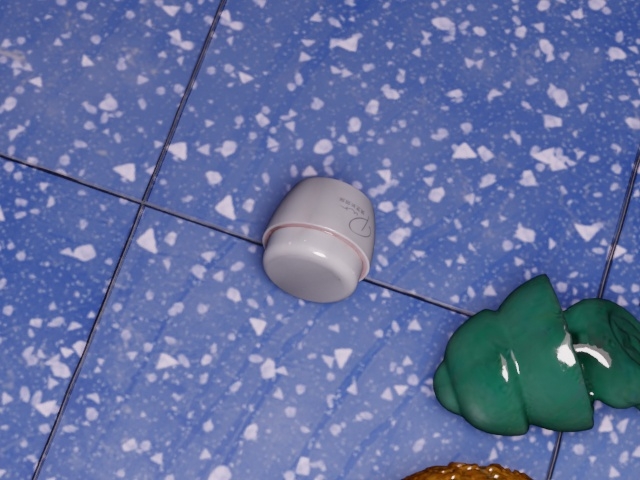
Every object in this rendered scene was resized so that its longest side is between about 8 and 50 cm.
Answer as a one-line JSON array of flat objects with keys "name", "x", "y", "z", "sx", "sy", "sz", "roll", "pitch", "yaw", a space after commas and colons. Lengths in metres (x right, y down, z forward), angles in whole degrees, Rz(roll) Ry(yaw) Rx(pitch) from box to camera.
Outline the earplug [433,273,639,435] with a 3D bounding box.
[{"name": "earplug", "x": 0.259, "y": 0.158, "z": 1.982, "sx": 0.280, "sy": 0.164, "sz": 0.257, "roll": -9, "pitch": 106, "yaw": 2}]

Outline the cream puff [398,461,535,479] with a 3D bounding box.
[{"name": "cream puff", "x": 0.147, "y": 0.355, "z": 1.836, "sx": 0.303, "sy": 0.212, "sz": 0.303, "roll": 1, "pitch": 64, "yaw": -3}]

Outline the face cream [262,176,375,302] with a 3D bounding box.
[{"name": "face cream", "x": 0.000, "y": 0.000, "z": 2.013, "sx": 0.117, "sy": 0.117, "sz": 0.104, "roll": 18, "pitch": 60, "yaw": 1}]
